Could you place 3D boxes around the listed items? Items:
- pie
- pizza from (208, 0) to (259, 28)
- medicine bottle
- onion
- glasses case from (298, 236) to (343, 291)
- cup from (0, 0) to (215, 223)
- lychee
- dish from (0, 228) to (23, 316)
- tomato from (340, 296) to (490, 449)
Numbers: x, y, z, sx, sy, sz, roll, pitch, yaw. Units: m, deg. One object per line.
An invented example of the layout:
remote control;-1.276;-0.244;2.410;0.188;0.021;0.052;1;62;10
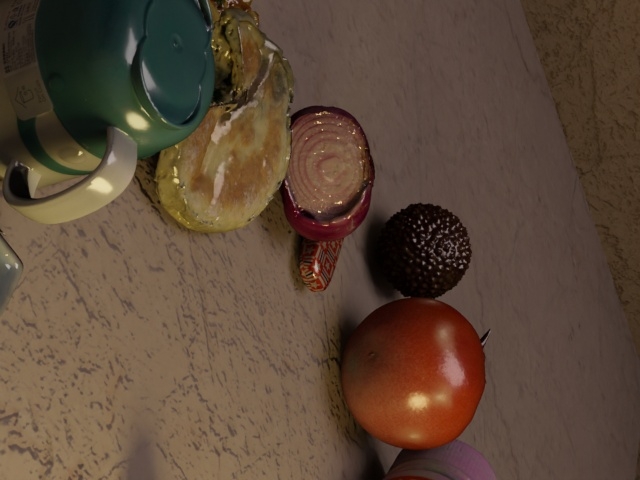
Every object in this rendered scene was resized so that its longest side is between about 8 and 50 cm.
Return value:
pie;-0.128;-0.154;1.779;0.337;0.075;0.338;-40;136;-54
pizza;-0.158;-0.390;1.892;0.292;0.058;0.197;48;40;-48
medicine bottle;0.155;0.498;2.048;0.388;0.219;0.219;-47;123;-57
onion;0.004;-0.104;2.006;0.207;0.200;0.200;54;25;8
glasses case;0.000;0.000;2.093;0.073;0.049;0.194;60;32;-35
cup;-0.261;-0.156;1.383;0.219;0.257;0.290;40;47;-46
lychee;0.188;0.018;2.340;0.188;0.188;0.188;32;53;-57
dish;-0.381;0.005;1.274;0.243;0.080;0.182;58;34;-37
tomato;0.156;0.221;2.121;0.224;0.255;0.256;25;58;-40
